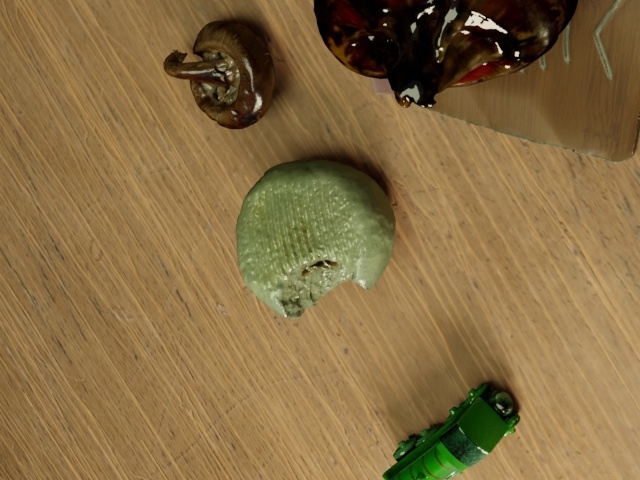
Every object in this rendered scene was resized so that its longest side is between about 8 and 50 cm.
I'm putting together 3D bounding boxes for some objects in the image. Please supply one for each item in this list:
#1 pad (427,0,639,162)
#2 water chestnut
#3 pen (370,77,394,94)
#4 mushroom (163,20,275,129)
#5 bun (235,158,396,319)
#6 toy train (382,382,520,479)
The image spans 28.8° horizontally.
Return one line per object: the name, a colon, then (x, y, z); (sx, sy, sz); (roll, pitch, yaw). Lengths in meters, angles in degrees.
pad: (0.220, -0.240, 1.329); (0.284, 0.018, 0.286); (20, 126, 27)
water chestnut: (0.112, -0.266, 1.215); (0.289, 0.244, 0.289); (18, 123, 29)
pen: (0.063, -0.262, 1.428); (0.053, 0.032, 0.197); (9, 123, 34)
mushroom: (-0.124, -0.212, 1.569); (0.170, 0.080, 0.135); (21, 115, 27)
bun: (0.000, 0.000, 1.568); (0.212, 0.126, 0.204); (11, 96, 26)
toy train: (0.159, 0.277, 1.622); (0.085, 0.119, 0.251); (45, 133, 4)
